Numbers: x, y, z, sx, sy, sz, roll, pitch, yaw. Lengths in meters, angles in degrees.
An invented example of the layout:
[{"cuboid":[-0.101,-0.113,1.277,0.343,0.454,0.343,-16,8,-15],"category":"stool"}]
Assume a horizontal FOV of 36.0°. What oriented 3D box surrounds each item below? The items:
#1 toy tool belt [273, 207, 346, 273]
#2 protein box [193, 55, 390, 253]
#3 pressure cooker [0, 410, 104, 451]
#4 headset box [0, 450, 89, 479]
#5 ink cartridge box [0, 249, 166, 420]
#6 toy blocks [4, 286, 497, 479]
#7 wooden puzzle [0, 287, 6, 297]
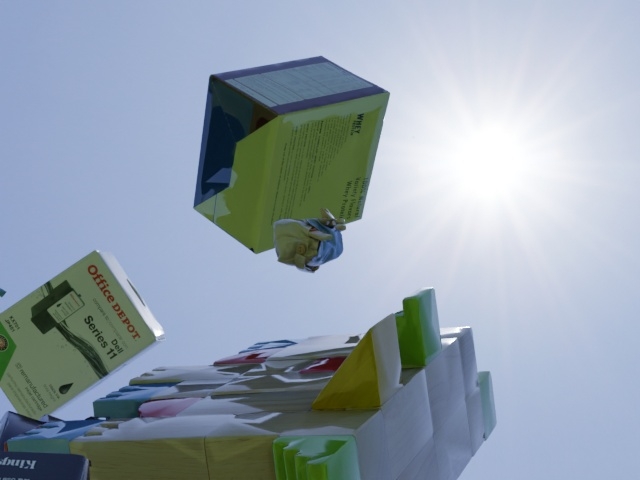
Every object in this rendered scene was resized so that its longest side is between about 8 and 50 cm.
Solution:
[{"cuboid":[0.000,0.000,0.813,0.051,0.083,0.052,-10,-92,25],"category":"toy tool belt"},{"cuboid":[-0.040,-0.119,1.308,0.136,0.201,0.200,35,-53,34],"category":"protein box"},{"cuboid":[-0.238,0.362,0.908,0.420,0.375,0.370,24,-47,-14],"category":"pressure cooker"},{"cuboid":[-0.179,0.178,0.209,0.218,0.293,0.110,3,-61,-5],"category":"headset box"},{"cuboid":[-0.337,0.129,1.327,0.208,0.087,0.153,-35,-92,-3],"category":"ink cartridge box"},{"cuboid":[-0.042,0.145,0.719,0.261,0.381,0.190,-6,-85,22],"category":"toy blocks"},{"cuboid":[-0.451,0.055,1.284,0.083,0.049,0.006,15,-41,-20],"category":"wooden puzzle"}]
